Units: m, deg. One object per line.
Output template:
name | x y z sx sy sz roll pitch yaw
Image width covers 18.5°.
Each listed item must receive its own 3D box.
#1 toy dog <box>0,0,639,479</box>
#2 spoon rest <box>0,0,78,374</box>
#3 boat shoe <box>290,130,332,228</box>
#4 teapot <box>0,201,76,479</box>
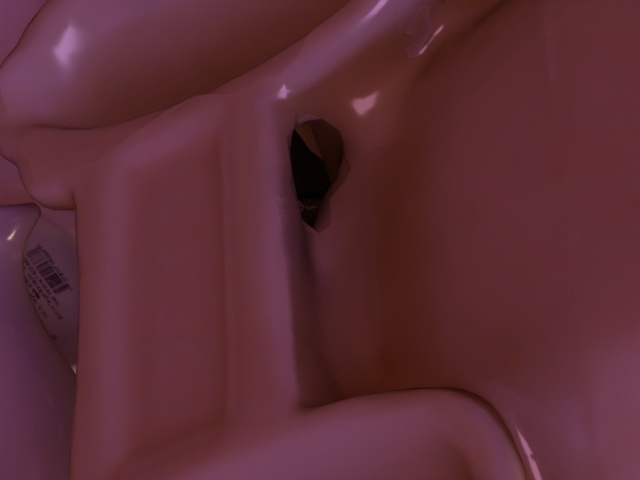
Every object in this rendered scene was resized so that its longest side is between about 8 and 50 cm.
toy dog | 0.137 0.060 0.641 0.395 0.284 0.408 -31 138 19
spoon rest | -0.128 -0.052 0.726 0.137 0.084 0.276 -23 109 27
boat shoe | 0.000 0.000 0.781 0.233 0.084 0.079 36 81 -21
teapot | -0.176 0.149 0.689 0.256 0.252 0.187 -35 75 -30
